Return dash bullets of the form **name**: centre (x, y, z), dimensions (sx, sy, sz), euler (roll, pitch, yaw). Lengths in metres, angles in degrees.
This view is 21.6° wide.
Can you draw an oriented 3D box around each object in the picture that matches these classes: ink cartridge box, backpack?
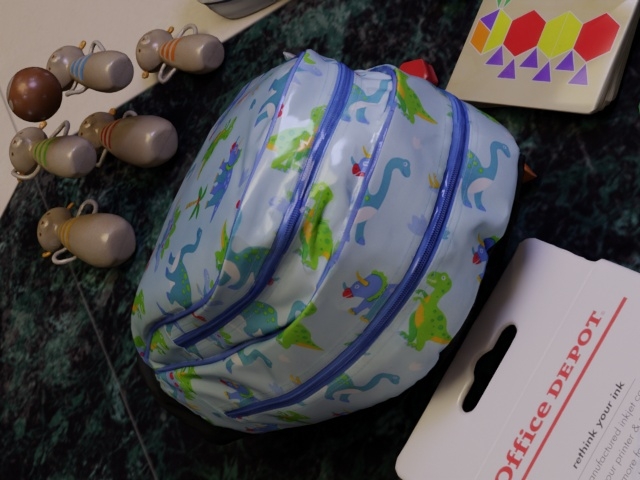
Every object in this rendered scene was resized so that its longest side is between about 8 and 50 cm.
- **ink cartridge box**: centre (0.229, 0.148, 1.062), dimensions (0.353, 0.119, 0.207), euler (27, 86, 51)
- **backpack**: centre (0.000, 0.000, 1.244), dimensions (0.355, 0.273, 0.290), euler (2, 60, 56)

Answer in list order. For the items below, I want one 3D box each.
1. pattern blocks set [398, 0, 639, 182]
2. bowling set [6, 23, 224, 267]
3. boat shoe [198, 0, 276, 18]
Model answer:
- **pattern blocks set**: centre (0.187, -0.169, 1.382), dimensions (0.325, 0.026, 0.285), euler (25, 85, 51)
- **bowling set**: centre (-0.247, -0.133, 1.695), dimensions (0.154, 0.200, 0.287), euler (12, 71, 51)
- **boat shoe**: centre (-0.026, -0.343, 1.616), dimensions (0.367, 0.156, 0.136), euler (-18, 54, 40)
